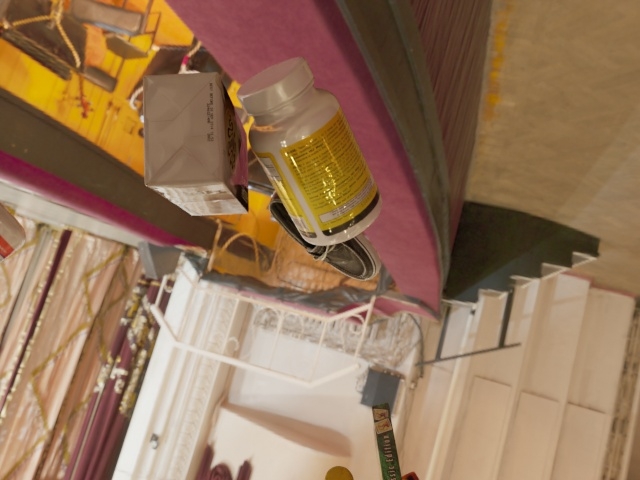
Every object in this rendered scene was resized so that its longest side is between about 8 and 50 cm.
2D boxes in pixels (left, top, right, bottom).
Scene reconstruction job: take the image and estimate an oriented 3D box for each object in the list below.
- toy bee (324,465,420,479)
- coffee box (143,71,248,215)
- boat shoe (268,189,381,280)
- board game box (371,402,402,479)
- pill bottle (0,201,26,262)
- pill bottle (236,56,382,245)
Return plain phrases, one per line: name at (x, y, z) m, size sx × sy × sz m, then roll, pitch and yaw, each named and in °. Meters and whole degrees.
toy bee at (0.056, 0.516, 0.930) m, size 0.162 × 0.298 × 0.195 m, roll -2°, pitch -153°, yaw -42°
coffee box at (-0.199, -0.145, 0.920) m, size 0.119 × 0.168 × 0.297 m, roll -3°, pitch 174°, yaw -1°
boat shoe at (0.000, 0.000, 1.351) m, size 0.335 × 0.121 × 0.119 m, roll 37°, pitch -148°, yaw -3°
board game box at (0.097, 0.360, 0.694) m, size 0.030 × 0.259 × 0.136 m, roll -5°, pitch 132°, yaw 0°
pill bottle at (-0.607, 0.032, 0.761) m, size 0.181 × 0.323 × 0.181 m, roll 37°, pitch 156°, yaw 20°
pill bottle at (-0.021, -0.169, 1.051) m, size 0.188 × 0.188 × 0.334 m, roll 7°, pitch 135°, yaw 45°
